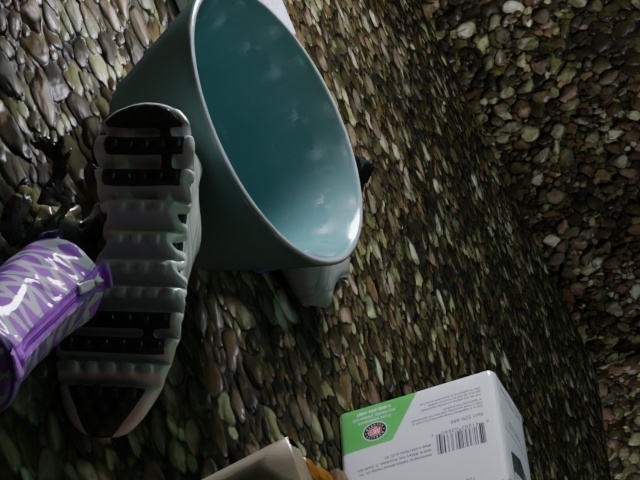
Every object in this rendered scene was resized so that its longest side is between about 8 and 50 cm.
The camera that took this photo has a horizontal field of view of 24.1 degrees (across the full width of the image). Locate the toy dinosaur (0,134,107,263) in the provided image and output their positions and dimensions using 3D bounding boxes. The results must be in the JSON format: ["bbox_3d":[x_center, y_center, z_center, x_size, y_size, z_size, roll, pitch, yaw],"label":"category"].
[{"bbox_3d":[-0.217,-0.023,1.347,0.268,0.064,0.118,38,53,-62],"label":"toy dinosaur"}]

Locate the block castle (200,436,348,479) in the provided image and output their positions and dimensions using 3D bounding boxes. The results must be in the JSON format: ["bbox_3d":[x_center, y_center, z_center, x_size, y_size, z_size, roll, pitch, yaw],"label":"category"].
[{"bbox_3d":[-0.009,0.375,1.311,0.303,0.213,0.453,65,7,24],"label":"block castle"}]

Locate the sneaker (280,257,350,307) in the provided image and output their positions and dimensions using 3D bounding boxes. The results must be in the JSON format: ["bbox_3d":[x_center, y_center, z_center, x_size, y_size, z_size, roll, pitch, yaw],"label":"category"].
[{"bbox_3d":[0.000,0.000,1.949,0.262,0.099,0.121,-58,134,-59],"label":"sneaker"}]

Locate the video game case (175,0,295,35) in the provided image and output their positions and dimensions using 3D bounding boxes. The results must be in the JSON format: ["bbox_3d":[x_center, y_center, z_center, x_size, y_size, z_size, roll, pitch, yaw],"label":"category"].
[{"bbox_3d":[-0.133,-0.354,1.956,0.269,0.061,0.244,-49,119,-71],"label":"video game case"}]

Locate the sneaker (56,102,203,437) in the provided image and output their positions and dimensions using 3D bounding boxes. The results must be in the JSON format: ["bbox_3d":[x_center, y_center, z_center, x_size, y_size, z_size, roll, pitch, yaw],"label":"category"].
[{"bbox_3d":[-0.153,0.032,1.315,0.118,0.110,0.292,57,43,-72],"label":"sneaker"}]

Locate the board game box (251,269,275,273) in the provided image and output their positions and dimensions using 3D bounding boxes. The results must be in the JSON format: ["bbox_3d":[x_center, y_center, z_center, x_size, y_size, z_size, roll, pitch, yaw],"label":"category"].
[{"bbox_3d":[-0.111,-0.089,1.766,0.165,0.042,0.243,25,48,-67],"label":"board game box"}]

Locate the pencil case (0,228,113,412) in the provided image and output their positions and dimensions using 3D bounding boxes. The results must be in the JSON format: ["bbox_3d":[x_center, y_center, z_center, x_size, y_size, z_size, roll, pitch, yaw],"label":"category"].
[{"bbox_3d":[-0.232,0.065,1.157,0.206,0.088,0.086,-58,145,-66],"label":"pencil case"}]

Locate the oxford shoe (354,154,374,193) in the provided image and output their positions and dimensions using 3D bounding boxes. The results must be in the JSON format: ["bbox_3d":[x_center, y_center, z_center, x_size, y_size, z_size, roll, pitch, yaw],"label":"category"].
[{"bbox_3d":[-0.026,-0.060,1.825,0.083,0.227,0.096,22,82,-25],"label":"oxford shoe"}]

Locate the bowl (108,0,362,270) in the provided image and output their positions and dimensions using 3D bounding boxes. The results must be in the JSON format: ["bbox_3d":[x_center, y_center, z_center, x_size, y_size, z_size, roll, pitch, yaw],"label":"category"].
[{"bbox_3d":[-0.104,-0.092,1.555,0.311,0.163,0.311,44,33,-39],"label":"bowl"}]

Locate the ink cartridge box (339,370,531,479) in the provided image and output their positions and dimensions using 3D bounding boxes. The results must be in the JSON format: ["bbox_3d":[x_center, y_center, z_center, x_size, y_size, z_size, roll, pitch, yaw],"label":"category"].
[{"bbox_3d":[0.145,0.328,1.812,0.121,0.211,0.289,55,24,-43],"label":"ink cartridge box"}]
